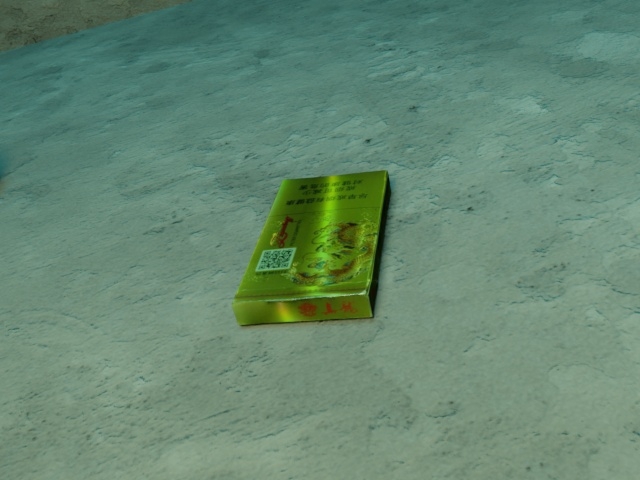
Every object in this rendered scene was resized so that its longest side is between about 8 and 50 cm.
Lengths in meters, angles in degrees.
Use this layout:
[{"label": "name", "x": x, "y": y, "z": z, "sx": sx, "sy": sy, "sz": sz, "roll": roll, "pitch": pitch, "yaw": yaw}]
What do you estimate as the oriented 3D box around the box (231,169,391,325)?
[{"label": "box", "x": 0.000, "y": 0.000, "z": 0.973, "sx": 0.173, "sy": 0.043, "sz": 0.311, "roll": -5, "pitch": 32, "yaw": 13}]
